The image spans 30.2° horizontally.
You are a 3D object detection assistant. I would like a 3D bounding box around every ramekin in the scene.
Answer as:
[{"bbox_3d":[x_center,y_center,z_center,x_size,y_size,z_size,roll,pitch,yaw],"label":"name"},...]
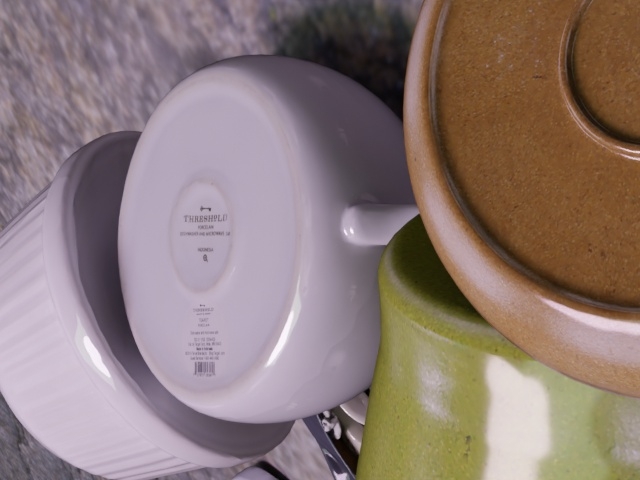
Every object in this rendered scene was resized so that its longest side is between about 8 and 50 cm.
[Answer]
[{"bbox_3d":[-0.142,0.061,0.923,0.127,0.273,0.272,-26,99,27],"label":"ramekin"}]

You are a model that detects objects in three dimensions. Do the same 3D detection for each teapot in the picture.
[{"bbox_3d":[0.000,0.000,0.784,0.256,0.187,0.252,56,129,37],"label":"teapot"}]

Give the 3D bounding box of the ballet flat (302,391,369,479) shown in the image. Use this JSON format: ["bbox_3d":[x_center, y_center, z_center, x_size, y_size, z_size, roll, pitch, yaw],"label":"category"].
[{"bbox_3d":[0.040,0.180,1.007,0.203,0.074,0.074,58,150,0],"label":"ballet flat"}]

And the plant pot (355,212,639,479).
[{"bbox_3d":[0.163,0.156,0.582,0.366,0.366,0.352,17,121,46],"label":"plant pot"}]

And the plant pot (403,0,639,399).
[{"bbox_3d":[0.122,-0.063,0.405,0.236,0.032,0.236,-8,76,36],"label":"plant pot"}]

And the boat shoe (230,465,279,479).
[{"bbox_3d":[-0.009,0.376,1.239,0.302,0.094,0.109,52,149,5],"label":"boat shoe"}]
